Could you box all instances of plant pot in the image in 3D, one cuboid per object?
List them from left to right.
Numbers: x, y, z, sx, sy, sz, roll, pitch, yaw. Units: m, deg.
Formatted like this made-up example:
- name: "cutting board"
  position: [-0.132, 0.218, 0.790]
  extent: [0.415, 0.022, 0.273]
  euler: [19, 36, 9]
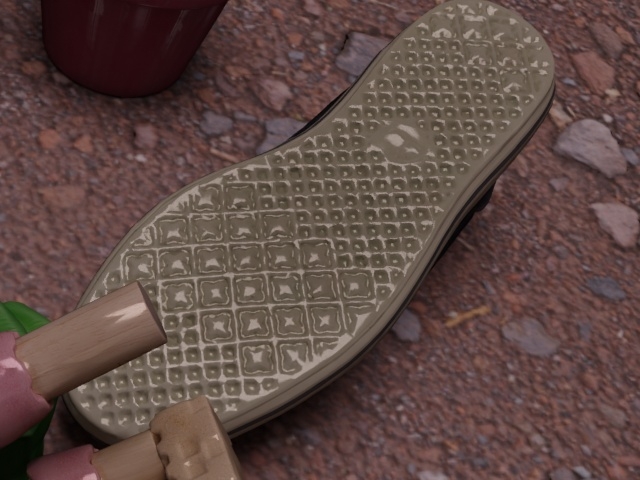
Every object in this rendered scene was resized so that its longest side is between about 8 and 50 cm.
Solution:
- name: "plant pot"
  position: [-0.156, -0.229, 1.427]
  extent: [0.201, 0.180, 0.201]
  euler: [11, 45, -11]

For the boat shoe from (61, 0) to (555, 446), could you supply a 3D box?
- name: "boat shoe"
  position: [0.000, 0.000, 1.296]
  extent: [0.187, 0.156, 0.500]
  euler: [40, 57, 10]

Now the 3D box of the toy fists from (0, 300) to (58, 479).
- name: "toy fists"
  position: [-0.298, 0.099, 1.059]
  extent: [0.279, 0.142, 0.096]
  euler: [-7, 51, -20]

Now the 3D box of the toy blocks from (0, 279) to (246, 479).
- name: "toy blocks"
  position: [-0.140, 0.246, 0.984]
  extent: [0.260, 0.309, 0.288]
  euler: [-27, 42, -1]
